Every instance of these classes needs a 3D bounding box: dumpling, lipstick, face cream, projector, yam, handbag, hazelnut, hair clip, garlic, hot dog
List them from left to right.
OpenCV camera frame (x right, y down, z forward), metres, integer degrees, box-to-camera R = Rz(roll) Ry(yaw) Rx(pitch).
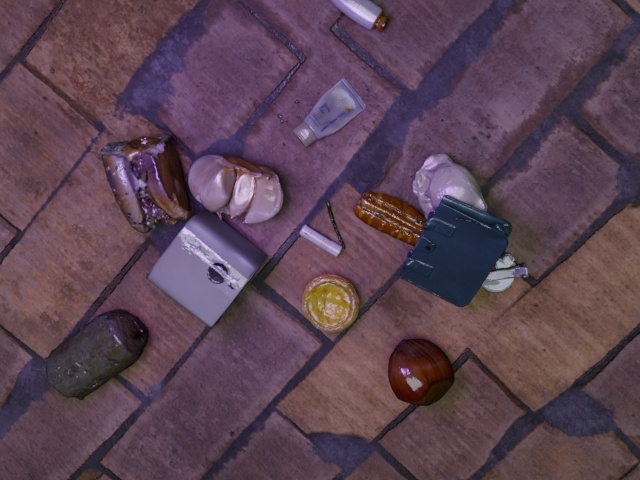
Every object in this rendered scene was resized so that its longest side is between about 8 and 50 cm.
[{"bbox_3d":[-0.708,0.355,1.969,0.300,0.195,0.195,-35,96,10],"label":"yam"},{"bbox_3d":[-0.336,0.080,1.857,0.249,0.248,0.249,39,101,-3],"label":"projector"},{"bbox_3d":[-0.261,-0.156,1.852,0.281,0.185,0.203,12,111,-20],"label":"garlic"},{"bbox_3d":[0.000,0.000,1.925,0.141,0.040,0.040,31,101,-1],"label":"lipstick"},{"bbox_3d":[0.020,-0.377,1.847,0.224,0.070,0.114,-39,96,1],"label":"face cream"},{"bbox_3d":[0.113,-0.672,1.784,0.182,0.051,0.072,32,103,-1],"label":"face cream"},{"bbox_3d":[0.233,-0.066,1.883,0.269,0.072,0.115,23,94,-1],"label":"hot dog"},{"bbox_3d":[0.304,0.417,1.922,0.210,0.210,0.186,2,124,4],"label":"hazelnut"},{"bbox_3d":[0.377,-0.132,1.819,0.193,0.147,0.258,-48,70,20],"label":"dumpling"},{"bbox_3d":[0.392,0.038,1.806,0.238,0.089,0.326,23,133,3],"label":"handbag"},{"bbox_3d":[0.552,0.103,1.902,0.172,0.049,0.116,-10,95,8],"label":"hair clip"}]

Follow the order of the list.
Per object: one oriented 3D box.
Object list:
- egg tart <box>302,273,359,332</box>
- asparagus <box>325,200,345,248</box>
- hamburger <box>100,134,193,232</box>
[{"bbox_3d":[0.033,0.193,1.941,0.191,0.074,0.191,1,100,4],"label":"egg tart"},{"bbox_3d":[0.047,-0.046,1.925,0.016,0.016,0.163,-22,98,-11],"label":"asparagus"},{"bbox_3d":[-0.494,-0.169,1.793,0.195,0.318,0.277,-14,106,-2],"label":"hamburger"}]
